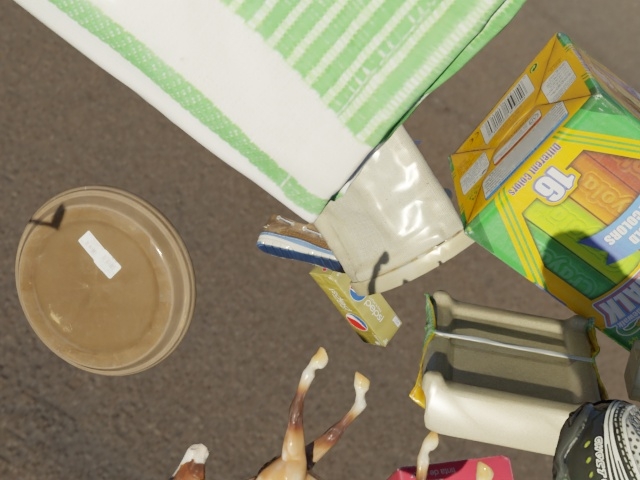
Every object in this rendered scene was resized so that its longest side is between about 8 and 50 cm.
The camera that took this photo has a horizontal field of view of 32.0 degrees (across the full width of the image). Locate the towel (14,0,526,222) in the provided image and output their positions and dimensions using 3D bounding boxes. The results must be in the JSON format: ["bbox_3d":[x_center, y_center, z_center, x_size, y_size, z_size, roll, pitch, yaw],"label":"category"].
[{"bbox_3d":[-0.002,-0.178,0.269,0.248,0.325,0.038,37,34,-6],"label":"towel"}]

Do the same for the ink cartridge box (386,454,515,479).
[{"bbox_3d":[0.141,0.403,1.176,0.131,0.226,0.306,-2,66,-11],"label":"ink cartridge box"}]

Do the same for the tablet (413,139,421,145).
[{"bbox_3d":[0.133,-0.144,1.906,0.054,0.083,0.006,-18,71,-55],"label":"tablet"}]

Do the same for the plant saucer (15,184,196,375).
[{"bbox_3d":[-0.308,0.061,1.554,0.278,0.278,0.041,42,20,4],"label":"plant saucer"}]

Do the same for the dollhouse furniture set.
[{"bbox_3d":[0.222,0.171,0.975,0.301,0.151,0.197,11,21,5],"label":"dollhouse furniture set"}]

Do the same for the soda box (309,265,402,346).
[{"bbox_3d":[0.062,0.099,1.916,0.058,0.061,0.181,-50,120,-24],"label":"soda box"}]

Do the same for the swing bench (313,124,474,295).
[{"bbox_3d":[0.034,-0.087,1.285,0.253,0.165,0.255,57,7,-10],"label":"swing bench"}]

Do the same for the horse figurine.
[{"bbox_3d":[0.021,0.204,0.871,0.263,0.174,0.066,37,-5,-19],"label":"horse figurine"}]

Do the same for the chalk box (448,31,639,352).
[{"bbox_3d":[0.294,-0.029,1.084,0.289,0.180,0.179,33,24,-16],"label":"chalk box"}]

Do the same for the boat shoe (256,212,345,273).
[{"bbox_3d":[0.000,0.000,1.635,0.183,0.066,0.066,14,73,10],"label":"boat shoe"}]

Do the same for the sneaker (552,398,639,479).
[{"bbox_3d":[0.259,0.183,0.526,0.343,0.146,0.134,37,34,3],"label":"sneaker"}]
